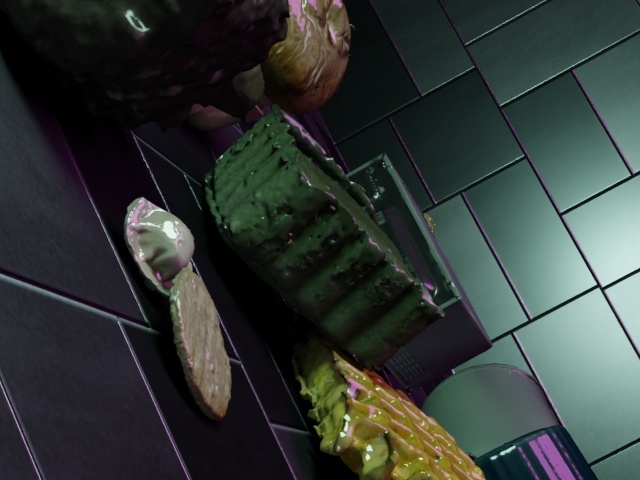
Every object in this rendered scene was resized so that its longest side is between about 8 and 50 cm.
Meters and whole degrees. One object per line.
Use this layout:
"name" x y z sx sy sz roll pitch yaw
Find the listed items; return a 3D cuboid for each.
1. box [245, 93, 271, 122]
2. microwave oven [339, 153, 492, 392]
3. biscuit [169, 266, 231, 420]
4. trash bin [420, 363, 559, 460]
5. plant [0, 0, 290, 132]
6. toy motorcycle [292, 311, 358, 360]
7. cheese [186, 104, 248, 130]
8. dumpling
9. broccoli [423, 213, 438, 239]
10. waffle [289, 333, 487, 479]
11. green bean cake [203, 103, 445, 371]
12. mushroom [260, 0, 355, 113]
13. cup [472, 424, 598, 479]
"box" -0.153 -0.325 2.072 0.215 0.086 0.215 63 7 25
"microwave oven" 0.111 0.056 2.105 0.295 0.181 0.237 65 9 32
"biscuit" -0.090 0.078 1.005 0.120 0.015 0.120 -14 90 -81
"trash bin" 0.272 0.342 1.983 0.277 0.217 0.262 36 17 -25
"plant" -0.136 -0.211 1.099 0.215 0.213 0.312 60 7 12
"toy motorcycle" 0.010 0.110 1.595 0.124 0.061 0.193 66 5 17
"cheese" -0.151 -0.219 1.586 0.159 0.093 0.263 64 6 9
"dumpling" -0.127 0.010 1.023 0.052 0.057 0.076 27 -36 17
"broccoli" 0.137 0.003 2.543 0.302 0.186 0.254 -120 -170 -78
"waffle" 0.069 0.195 1.335 0.309 0.065 0.283 40 7 27
"green bean cake" 0.000 0.000 1.423 0.255 0.132 0.241 45 6 -25
"mushroom" -0.062 -0.259 1.607 0.286 0.156 0.151 57 33 -33
"cup" 0.270 0.401 1.609 0.292 0.242 0.308 61 8 17
